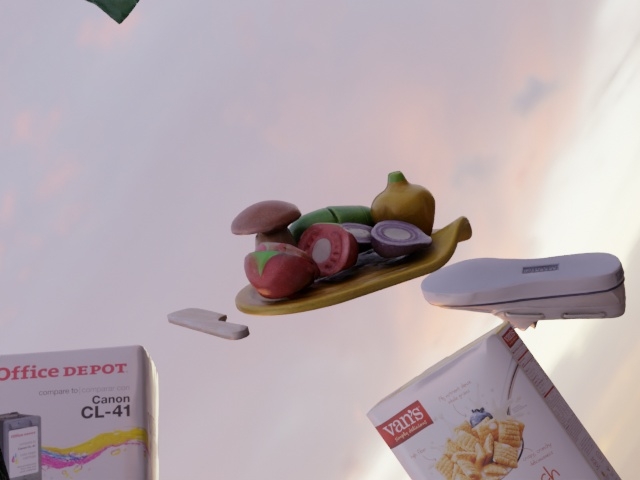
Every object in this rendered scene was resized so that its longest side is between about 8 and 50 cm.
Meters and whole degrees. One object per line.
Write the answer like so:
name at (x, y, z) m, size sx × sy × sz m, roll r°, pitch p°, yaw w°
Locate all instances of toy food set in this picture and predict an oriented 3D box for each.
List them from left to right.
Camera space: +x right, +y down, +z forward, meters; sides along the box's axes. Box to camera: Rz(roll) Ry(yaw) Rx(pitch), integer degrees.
toy food set at (0.000, 0.000, 1.173) m, size 0.218 × 0.071 × 0.128 m, roll -18°, pitch 13°, yaw -18°

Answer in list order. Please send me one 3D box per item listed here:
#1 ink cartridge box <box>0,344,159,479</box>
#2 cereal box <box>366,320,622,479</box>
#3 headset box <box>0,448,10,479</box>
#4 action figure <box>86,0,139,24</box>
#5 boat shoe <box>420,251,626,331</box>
ink cartridge box at (-0.325, 0.302, 2.135) m, size 0.131 × 0.226 × 0.306 m, roll 83°, pitch -177°, yaw -68°
cereal box at (0.178, 0.218, 1.598) m, size 0.173 × 0.240 × 0.047 m, roll -37°, pitch -1°, yaw 30°
headset box at (-0.402, 0.237, 1.422) m, size 0.246 × 0.131 × 0.283 m, roll -16°, pitch 9°, yaw -5°
action figure at (-0.138, -0.260, 1.252) m, size 0.063 × 0.137 × 0.232 m, roll -41°, pitch 5°, yaw 38°
boat shoe at (0.266, 0.074, 2.170) m, size 0.096 × 0.268 × 0.088 m, roll -69°, pitch -31°, yaw -61°
